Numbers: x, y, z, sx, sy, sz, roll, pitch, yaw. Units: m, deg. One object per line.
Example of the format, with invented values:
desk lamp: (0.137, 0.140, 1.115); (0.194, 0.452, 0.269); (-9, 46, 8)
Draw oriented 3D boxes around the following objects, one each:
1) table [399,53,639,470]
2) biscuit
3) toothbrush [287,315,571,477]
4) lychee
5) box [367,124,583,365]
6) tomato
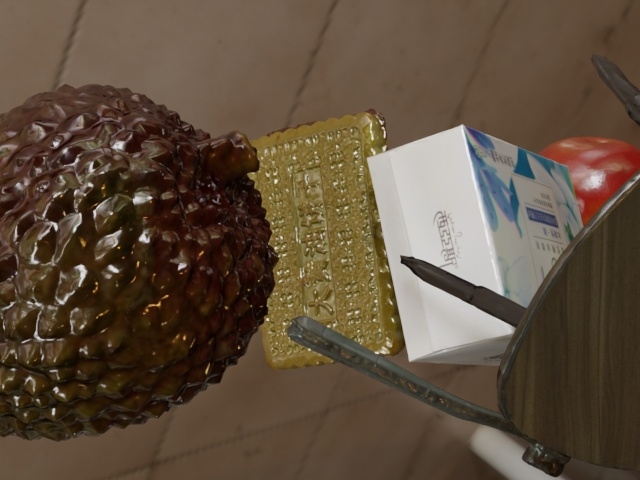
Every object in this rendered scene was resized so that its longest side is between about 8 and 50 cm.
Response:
table: (0.226, 0.018, 1.088); (0.317, 0.249, 0.317); (-8, 113, -19)
biscuit: (0.000, 0.000, 1.349); (0.029, 0.172, 0.255); (5, 76, -55)
toothbrush: (0.095, 0.133, 1.119); (0.297, 0.030, 0.031); (28, 90, -21)
lychee: (-0.153, 0.018, 0.870); (0.271, 0.236, 0.236); (-43, 150, 2)
box: (0.174, 0.015, 1.311); (0.116, 0.203, 0.274); (-18, 165, 29)
tomato: (0.375, -0.072, 1.821); (0.195, 0.195, 0.136); (-18, 116, -46)
